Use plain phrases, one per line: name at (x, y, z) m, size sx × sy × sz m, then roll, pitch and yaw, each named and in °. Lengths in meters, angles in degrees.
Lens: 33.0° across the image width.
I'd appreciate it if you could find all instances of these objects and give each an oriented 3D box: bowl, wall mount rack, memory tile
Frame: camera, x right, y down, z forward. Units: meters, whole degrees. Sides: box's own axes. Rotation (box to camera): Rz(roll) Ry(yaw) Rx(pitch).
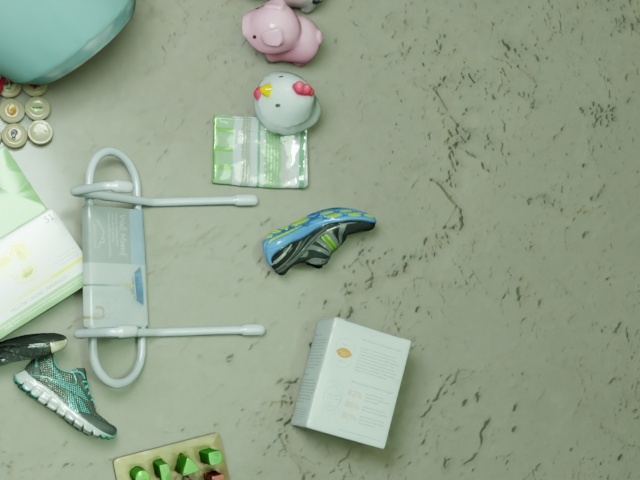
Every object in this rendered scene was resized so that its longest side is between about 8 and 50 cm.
bowl at (-0.377, -0.331, 1.493) m, size 0.311 × 0.312 × 0.163 m, roll -46°, pitch 117°, yaw -17°
wall mount rack at (-0.225, 0.035, 1.569) m, size 0.304 × 0.131 × 0.349 m, roll 5°, pitch 81°, yaw -55°
memory tile at (-0.468, -0.188, 1.567) m, size 0.148 × 0.012 × 0.113 m, roll -5°, pitch 83°, yaw -16°

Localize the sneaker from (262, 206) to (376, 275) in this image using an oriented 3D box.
sneaker at (0.000, 0.000, 1.676) m, size 0.188 × 0.067 × 0.078 m, roll -22°, pitch 112°, yaw -20°

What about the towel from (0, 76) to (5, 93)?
towel at (-0.604, -0.197, 1.512) m, size 0.275 × 0.031 × 0.198 m, roll 18°, pitch 79°, yaw -10°

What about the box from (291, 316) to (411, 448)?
box at (0.046, 0.216, 1.642) m, size 0.130 × 0.091 × 0.170 m, roll 19°, pitch 79°, yaw -14°

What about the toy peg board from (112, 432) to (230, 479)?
toy peg board at (-0.200, 0.376, 1.553) m, size 0.161 × 0.079 × 0.160 m, roll -12°, pitch 87°, yaw -18°

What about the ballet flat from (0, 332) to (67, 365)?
ballet flat at (-0.438, 0.166, 1.513) m, size 0.173 × 0.057 × 0.049 m, roll -15°, pitch 100°, yaw -4°

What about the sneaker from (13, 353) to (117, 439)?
sneaker at (-0.350, 0.219, 1.535) m, size 0.166 × 0.065 × 0.076 m, roll 39°, pitch 70°, yaw -11°

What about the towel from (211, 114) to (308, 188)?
towel at (-0.092, -0.139, 1.678) m, size 0.152 × 0.023 × 0.113 m, roll 2°, pitch 82°, yaw -17°

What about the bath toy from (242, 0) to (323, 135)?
bath toy at (-0.055, -0.337, 1.647) m, size 0.152 × 0.129 × 0.348 m, roll 2°, pitch 79°, yaw -15°

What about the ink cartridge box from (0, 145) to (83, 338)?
ink cartridge box at (-0.453, 0.001, 1.533) m, size 0.171 × 0.056 × 0.235 m, roll -34°, pitch 96°, yaw -18°
